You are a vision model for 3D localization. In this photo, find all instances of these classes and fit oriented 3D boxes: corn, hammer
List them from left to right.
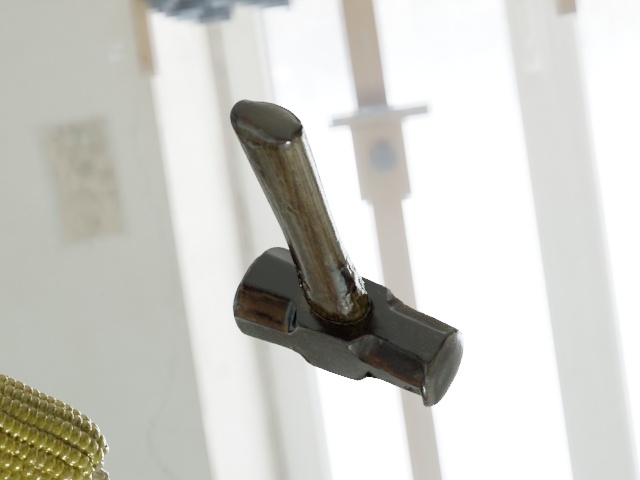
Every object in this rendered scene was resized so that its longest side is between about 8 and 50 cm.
[{"bbox_3d":[-0.377,0.204,1.976,0.347,0.130,0.130,32,160,-31],"label":"corn"},{"bbox_3d":[0.000,0.000,1.729,0.242,0.409,0.095,21,-118,26],"label":"hammer"}]
